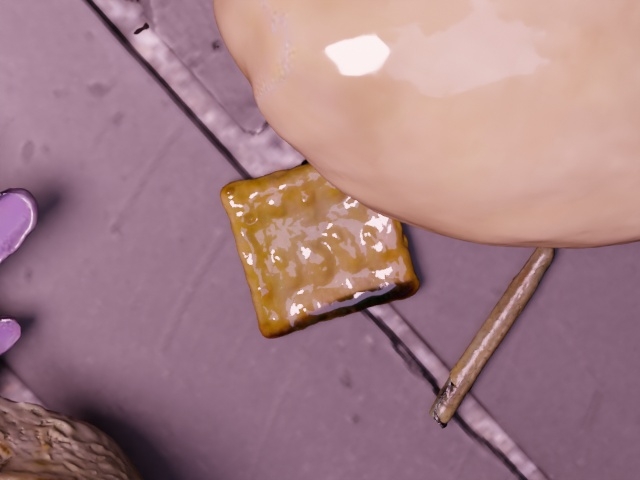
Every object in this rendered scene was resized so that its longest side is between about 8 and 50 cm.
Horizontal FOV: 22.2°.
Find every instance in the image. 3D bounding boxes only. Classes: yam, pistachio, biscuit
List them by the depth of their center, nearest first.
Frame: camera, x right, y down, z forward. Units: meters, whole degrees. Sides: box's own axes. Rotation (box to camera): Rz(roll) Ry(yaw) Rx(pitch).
[{"bbox_3d":[0.111,-0.099,0.697,0.318,0.193,0.214,-5,141,-11],"label":"pistachio"},{"bbox_3d":[0.000,0.000,0.794,0.083,0.018,0.081,-18,103,-3],"label":"biscuit"},{"bbox_3d":[0.086,0.047,0.815,0.014,0.014,0.107,31,97,-11],"label":"yam"}]

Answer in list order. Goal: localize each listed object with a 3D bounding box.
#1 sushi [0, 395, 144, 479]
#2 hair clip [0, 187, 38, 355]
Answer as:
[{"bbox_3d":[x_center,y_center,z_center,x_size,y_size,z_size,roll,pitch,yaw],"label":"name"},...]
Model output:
[{"bbox_3d":[-0.095,0.170,0.762,0.109,0.134,0.272,-12,102,-6],"label":"sushi"},{"bbox_3d":[-0.235,0.077,0.758,0.137,0.090,0.278,31,92,-9],"label":"hair clip"}]
